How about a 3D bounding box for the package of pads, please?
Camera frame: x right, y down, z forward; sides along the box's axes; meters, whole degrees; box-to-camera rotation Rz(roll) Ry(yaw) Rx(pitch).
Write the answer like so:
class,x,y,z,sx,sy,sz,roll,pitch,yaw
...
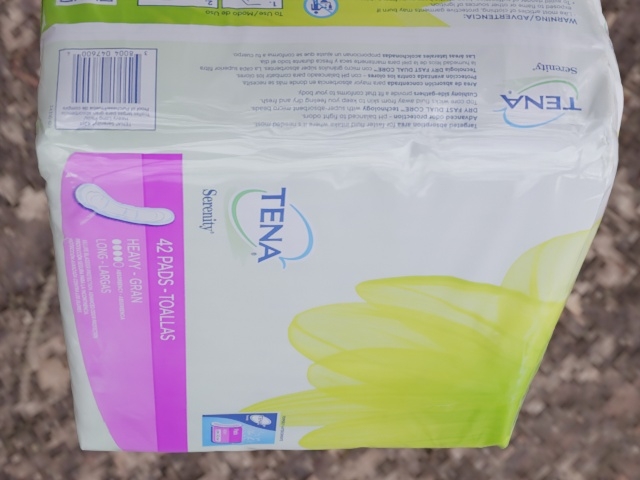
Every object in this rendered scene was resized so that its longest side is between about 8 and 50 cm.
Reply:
class,x,y,z,sx,sy,sz,roll,pitch,yaw
package of pads,0.000,0.000,0.766,0.229,0.101,0.296,0,150,-4
